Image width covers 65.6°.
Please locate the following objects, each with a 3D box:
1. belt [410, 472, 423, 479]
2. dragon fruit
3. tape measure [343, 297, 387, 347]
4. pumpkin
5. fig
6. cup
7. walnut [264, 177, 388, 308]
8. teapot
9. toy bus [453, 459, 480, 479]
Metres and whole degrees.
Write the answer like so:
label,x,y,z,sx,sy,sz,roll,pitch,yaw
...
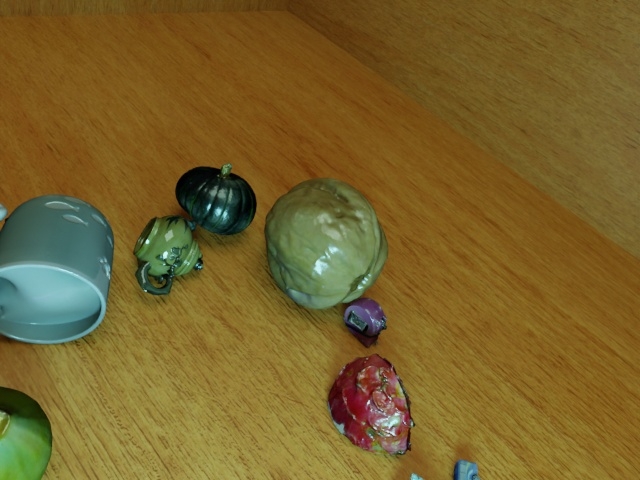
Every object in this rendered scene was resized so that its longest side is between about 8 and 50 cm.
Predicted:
label,x,y,z,sx,sy,sz,roll,pitch,yaw
belt,0.247,0.593,1.077,0.179,0.100,0.065,34,46,9
dragon fruit,0.118,0.400,1.207,0.189,0.163,0.261,-28,57,-10
tape measure,0.129,0.227,1.407,0.125,0.118,0.074,37,41,22
pumpkin,-0.312,-0.134,1.511,0.250,0.216,0.250,17,15,-5
fig,-0.577,0.352,0.840,0.239,0.271,0.239,31,32,-22
cup,-0.650,0.027,1.125,0.357,0.259,0.274,41,22,-38
walnut,0.012,0.010,1.446,0.384,0.383,0.383,12,41,-11
teapot,-0.403,0.039,1.357,0.183,0.173,0.269,32,45,-27
toy bus,0.337,0.592,1.155,0.061,0.051,0.153,14,40,10
